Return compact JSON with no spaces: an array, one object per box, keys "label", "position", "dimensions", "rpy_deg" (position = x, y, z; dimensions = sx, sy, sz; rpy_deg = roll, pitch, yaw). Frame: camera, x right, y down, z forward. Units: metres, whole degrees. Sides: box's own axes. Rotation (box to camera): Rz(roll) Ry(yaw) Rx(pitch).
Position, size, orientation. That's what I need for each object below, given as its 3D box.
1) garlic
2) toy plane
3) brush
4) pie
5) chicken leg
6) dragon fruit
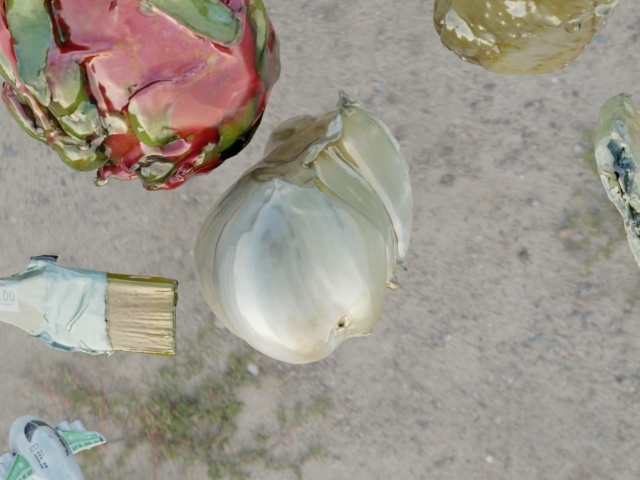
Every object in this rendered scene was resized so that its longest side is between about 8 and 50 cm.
[{"label":"garlic","position":[-0.014,0.008,1.021],"dimensions":[0.184,0.281,0.203],"rpy_deg":[-23,113,24]},{"label":"toy plane","position":[-0.386,0.323,1.559],"dimensions":[0.173,0.174,0.080],"rpy_deg":[16,138,-19]},{"label":"brush","position":[-0.283,0.046,0.886],"dimensions":[0.336,0.020,0.086],"rpy_deg":[6,116,2]},{"label":"pie","position":[0.361,-0.059,1.178],"dimensions":[0.052,0.185,0.218],"rpy_deg":[-21,99,35]},{"label":"chicken leg","position":[0.103,-0.117,0.494],"dimensions":[0.084,0.198,0.069],"rpy_deg":[23,85,-6]},{"label":"dragon fruit","position":[-0.167,-0.182,0.917],"dimensions":[0.237,0.231,0.303],"rpy_deg":[-36,133,4]}]
